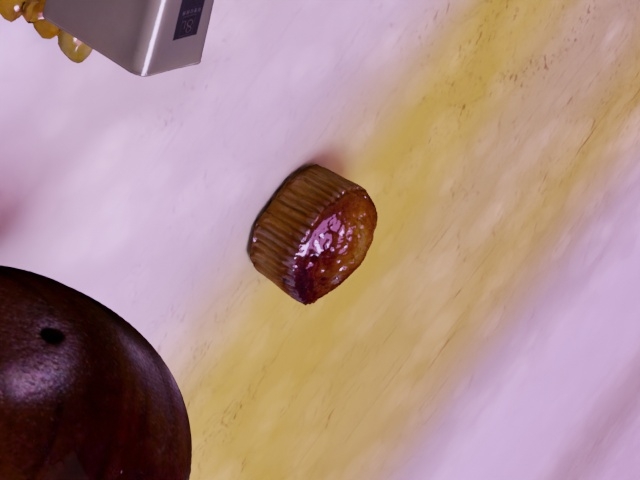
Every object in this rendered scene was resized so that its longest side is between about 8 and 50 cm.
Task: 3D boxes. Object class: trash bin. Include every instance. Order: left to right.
[{"bbox_3d":[-0.071,-0.122,0.722,0.043,0.061,0.092,-23,138,-50],"label":"trash bin"}]

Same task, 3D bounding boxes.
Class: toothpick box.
[{"bbox_3d":[-0.172,0.146,0.843,0.192,0.192,0.294,-30,150,-42],"label":"toothpick box"}]

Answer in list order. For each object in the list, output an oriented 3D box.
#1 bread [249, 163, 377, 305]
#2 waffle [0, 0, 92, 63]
[{"bbox_3d":[0.000,0.000,1.102,0.085,0.053,0.085,-40,150,-29],"label":"bread"},{"bbox_3d":[-0.073,-0.194,0.757,0.231,0.051,0.228,-51,153,-7],"label":"waffle"}]
